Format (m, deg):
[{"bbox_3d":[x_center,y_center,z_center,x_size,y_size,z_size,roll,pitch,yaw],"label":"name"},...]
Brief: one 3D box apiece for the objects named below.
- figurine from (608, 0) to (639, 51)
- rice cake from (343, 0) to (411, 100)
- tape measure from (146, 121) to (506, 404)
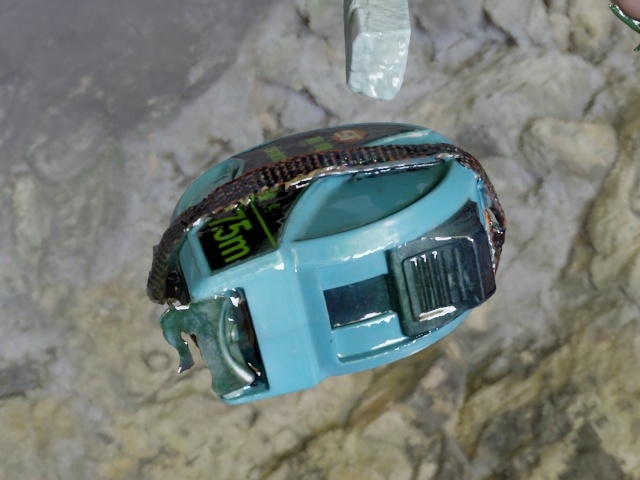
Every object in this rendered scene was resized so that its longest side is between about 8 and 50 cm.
[{"bbox_3d":[0.333,-0.255,1.088,0.178,0.114,0.145,-83,-166,-69],"label":"figurine"},{"bbox_3d":[0.024,-0.126,0.509,0.171,0.029,0.033,-88,-171,-46],"label":"rice cake"},{"bbox_3d":[0.000,0.000,0.447,0.146,0.081,0.125,-16,-156,-7],"label":"tape measure"}]
